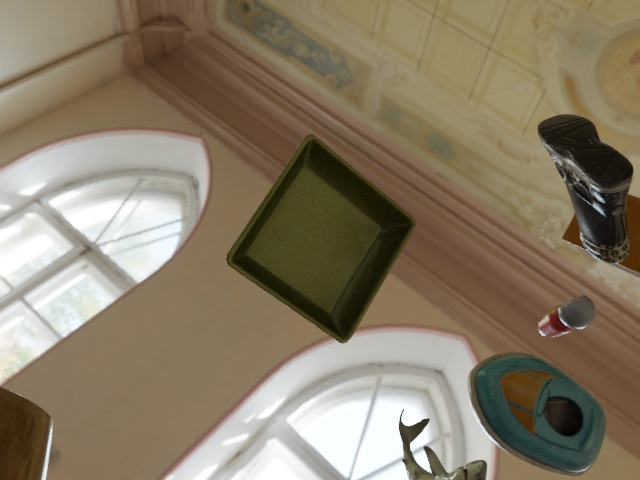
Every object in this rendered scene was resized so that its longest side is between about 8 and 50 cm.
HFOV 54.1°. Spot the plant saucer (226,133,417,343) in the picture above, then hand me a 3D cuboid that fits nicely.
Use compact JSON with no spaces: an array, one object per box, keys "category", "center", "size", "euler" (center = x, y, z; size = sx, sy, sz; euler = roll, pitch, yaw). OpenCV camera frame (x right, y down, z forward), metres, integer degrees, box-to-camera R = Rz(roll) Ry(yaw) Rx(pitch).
[{"category":"plant saucer","center":[0.000,0.000,0.773],"size":[0.188,0.188,0.045],"euler":[37,-16,-20]}]

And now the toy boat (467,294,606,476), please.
[{"category":"toy boat","center":[0.418,0.249,1.153],"size":[0.267,0.318,0.148],"euler":[26,-25,1]}]

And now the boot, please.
[{"category":"boot","center":[0.429,-0.089,1.025],"size":[0.236,0.085,0.178],"euler":[-103,173,-55]}]

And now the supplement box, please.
[{"category":"supplement box","center":[0.622,-0.004,1.238],"size":[0.194,0.129,0.191],"euler":[18,10,-47]}]

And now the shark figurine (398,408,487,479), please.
[{"category":"shark figurine","center":[0.213,0.420,1.106],"size":[0.116,0.166,0.278],"euler":[18,-2,-19]}]

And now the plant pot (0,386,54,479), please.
[{"category":"plant pot","center":[-0.387,0.278,0.626],"size":[0.237,0.254,0.237],"euler":[11,-37,8]}]
